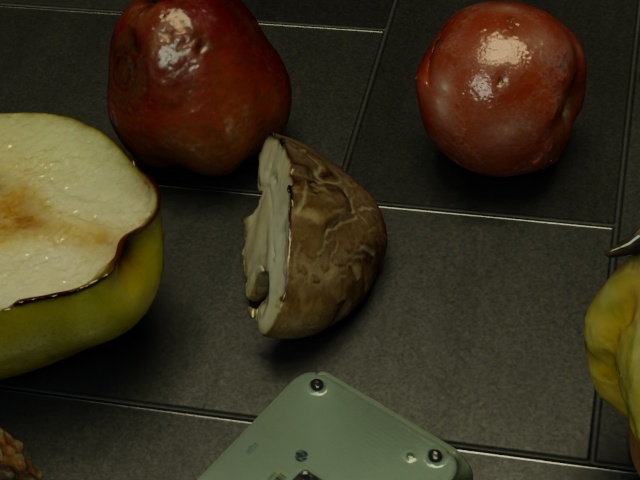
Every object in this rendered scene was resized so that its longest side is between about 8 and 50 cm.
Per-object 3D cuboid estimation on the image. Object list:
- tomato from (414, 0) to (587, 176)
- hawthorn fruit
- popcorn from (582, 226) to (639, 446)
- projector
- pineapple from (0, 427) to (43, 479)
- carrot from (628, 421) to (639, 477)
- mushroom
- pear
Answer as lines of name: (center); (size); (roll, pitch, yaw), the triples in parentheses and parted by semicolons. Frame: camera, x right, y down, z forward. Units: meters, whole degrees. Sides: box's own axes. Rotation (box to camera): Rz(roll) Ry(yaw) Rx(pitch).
tomato: (0.209, -0.178, 1.621); (0.184, 0.208, 0.208); (18, 51, 21)
hawthorn fruit: (-0.156, -0.208, 1.658); (0.224, 0.260, 0.224); (-8, 41, 7)
popcorn: (0.403, 0.113, 1.178); (0.297, 0.281, 0.316); (-40, 43, 11)
projector: (-0.005, 0.262, 1.289); (0.198, 0.108, 0.250); (29, 55, 29)
pineapple: (-0.278, 0.309, 1.266); (0.169, 0.169, 0.340); (-36, 66, -25)
carrot: (0.450, 0.190, 1.314); (0.307, 0.100, 0.258); (31, 60, 28)
mushroom: (0.000, 0.000, 1.546); (0.151, 0.156, 0.285); (15, 44, -18)
pear: (-0.350, 0.028, 1.499); (0.387, 0.191, 0.340); (16, 46, 21)
